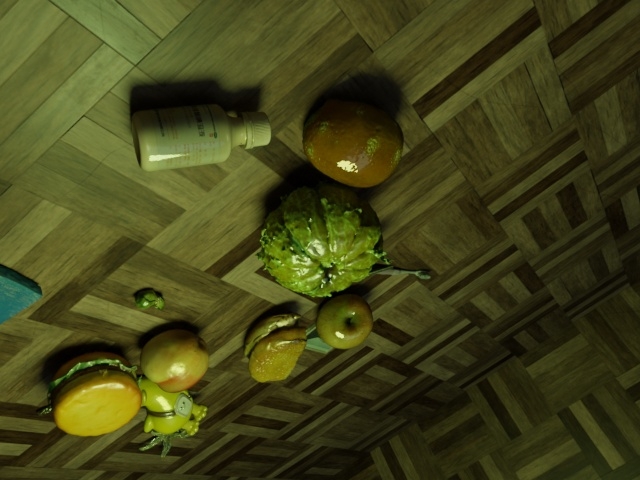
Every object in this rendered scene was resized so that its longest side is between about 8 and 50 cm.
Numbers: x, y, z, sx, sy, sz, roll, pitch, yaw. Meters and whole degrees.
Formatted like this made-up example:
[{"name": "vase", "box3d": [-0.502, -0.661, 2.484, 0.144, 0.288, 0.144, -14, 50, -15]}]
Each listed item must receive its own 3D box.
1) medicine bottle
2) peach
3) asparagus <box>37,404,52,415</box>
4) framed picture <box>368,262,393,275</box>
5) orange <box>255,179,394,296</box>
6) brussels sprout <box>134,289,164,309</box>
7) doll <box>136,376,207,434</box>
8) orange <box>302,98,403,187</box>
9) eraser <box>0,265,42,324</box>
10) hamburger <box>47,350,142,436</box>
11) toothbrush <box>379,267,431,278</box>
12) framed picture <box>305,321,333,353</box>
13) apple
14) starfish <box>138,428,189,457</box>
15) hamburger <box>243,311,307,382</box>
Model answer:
[{"name": "medicine bottle", "box3d": [-0.221, -0.200, 1.101, 0.253, 0.114, 0.114, -10, 141, -22]}, {"name": "peach", "box3d": [-0.400, 0.331, 1.611, 0.184, 0.184, 0.184, -18, 144, -14]}, {"name": "asparagus", "box3d": [-0.705, 0.448, 1.680, 0.249, 0.024, 0.025, -26, 138, 0]}, {"name": "framed picture", "box3d": [0.079, 0.087, 1.623, 0.173, 0.010, 0.231, -14, -174, -20]}, {"name": "orange", "box3d": [0.000, 0.000, 1.410, 0.300, 0.223, 0.301, 34, 114, -32]}, {"name": "brussels sprout", "box3d": [-0.430, 0.152, 1.476, 0.051, 0.046, 0.083, -45, 152, 16]}, {"name": "doll", "box3d": [-0.502, 0.499, 1.806, 0.363, 0.145, 0.199, 44, 65, -45]}, {"name": "orange", "box3d": [0.086, -0.206, 1.260, 0.237, 0.158, 0.179, 15, 111, -42]}, {"name": "eraser", "box3d": [-0.776, 0.162, 1.255, 0.312, 0.042, 0.144, -32, 144, 6]}, {"name": "hamburger", "box3d": [-0.602, 0.394, 1.555, 0.246, 0.170, 0.245, -15, 130, -19]}, {"name": "toothbrush", "box3d": [0.230, 0.103, 1.857, 0.354, 0.029, 0.024, 7, 120, -38]}, {"name": "framed picture", "box3d": [0.012, 0.335, 2.020, 0.150, 0.015, 0.203, -40, 143, 17]}, {"name": "apple", "box3d": [0.074, 0.257, 1.838, 0.183, 0.182, 0.155, -19, 173, -13]}, {"name": "starfish", "box3d": [-0.552, 0.706, 2.083, 0.208, 0.053, 0.176, -31, 144, -1]}, {"name": "hamburger", "box3d": [-0.154, 0.321, 1.788, 0.157, 0.143, 0.282, 7, 132, -25]}]
